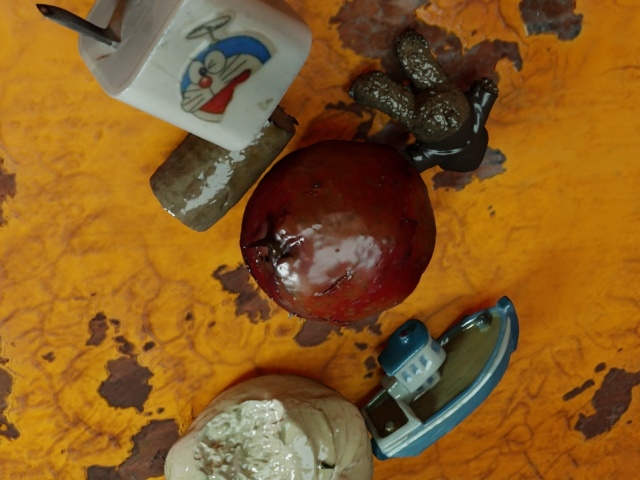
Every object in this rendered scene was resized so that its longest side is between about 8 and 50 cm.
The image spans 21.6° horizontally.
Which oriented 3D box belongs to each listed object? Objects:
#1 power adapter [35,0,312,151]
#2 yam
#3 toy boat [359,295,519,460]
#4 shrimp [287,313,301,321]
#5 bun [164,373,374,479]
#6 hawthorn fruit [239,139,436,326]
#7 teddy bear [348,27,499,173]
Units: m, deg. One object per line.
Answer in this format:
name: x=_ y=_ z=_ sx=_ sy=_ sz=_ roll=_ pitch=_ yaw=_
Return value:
power adapter: x=-0.131 y=-0.177 z=1.368 sx=0.205 sy=0.125 sz=0.130 roll=22 pitch=110 yaw=-38
yam: x=-0.088 y=-0.077 z=1.493 sx=0.127 sy=0.084 sz=0.084 roll=-47 pitch=130 yaw=12
toy boat: x=0.118 y=0.134 z=1.738 sx=0.215 sy=0.088 sz=0.102 roll=-40 pitch=127 yaw=3
shrimp: x=0.031 y=0.023 z=1.637 sx=0.165 sy=0.056 sz=0.065 roll=-40 pitch=137 yaw=5
bun: x=-0.041 y=0.242 z=1.705 sx=0.237 sy=0.116 sz=0.210 roll=14 pitch=114 yaw=-36
hawthorn fruit: x=0.000 y=0.000 z=1.494 sx=0.235 sy=0.181 sz=0.181 roll=-22 pitch=137 yaw=-56
teddy bear: x=0.112 y=-0.118 z=1.571 sx=0.119 sy=0.078 sz=0.160 roll=-46 pitch=129 yaw=2
